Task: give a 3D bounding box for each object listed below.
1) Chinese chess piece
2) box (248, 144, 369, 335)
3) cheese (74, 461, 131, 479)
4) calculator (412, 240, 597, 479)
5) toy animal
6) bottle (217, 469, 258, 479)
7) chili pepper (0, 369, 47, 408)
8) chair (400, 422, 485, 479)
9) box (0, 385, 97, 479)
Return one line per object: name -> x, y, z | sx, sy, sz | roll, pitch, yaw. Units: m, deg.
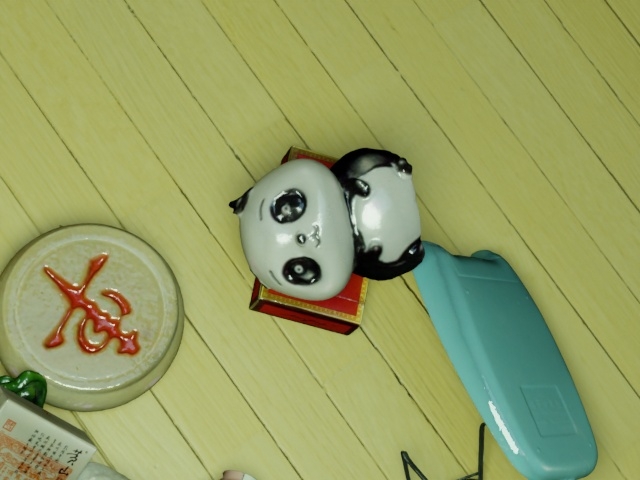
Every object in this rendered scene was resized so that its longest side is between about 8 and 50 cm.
Chinese chess piece -> -0.302, 0.099, 1.583 | 0.251, 0.097, 0.250 | 5, 71, -15
box -> 0.000, 0.000, 1.720 | 0.153, 0.074, 0.239 | 17, 69, -15
cheese -> -0.262, 0.392, 1.471 | 0.198, 0.154, 0.189 | 36, 68, 10
calculator -> 0.260, 0.166, 1.658 | 0.256, 0.054, 0.386 | 8, 54, -51
toy animal -> 0.008, -0.020, 1.599 | 0.235, 0.165, 0.187 | -12, 96, -22
bottle -> -0.061, 0.383, 1.549 | 0.237, 0.147, 0.147 | 22, 69, 0
chili pepper -> -0.421, 0.264, 1.480 | 0.100, 0.074, 0.257 | 37, 85, -40
chair -> 0.198, 0.385, 1.644 | 0.140, 0.221, 0.145 | -15, 36, -20
box -> -0.380, 0.289, 1.432 | 0.141, 0.058, 0.201 | 39, 84, -31
